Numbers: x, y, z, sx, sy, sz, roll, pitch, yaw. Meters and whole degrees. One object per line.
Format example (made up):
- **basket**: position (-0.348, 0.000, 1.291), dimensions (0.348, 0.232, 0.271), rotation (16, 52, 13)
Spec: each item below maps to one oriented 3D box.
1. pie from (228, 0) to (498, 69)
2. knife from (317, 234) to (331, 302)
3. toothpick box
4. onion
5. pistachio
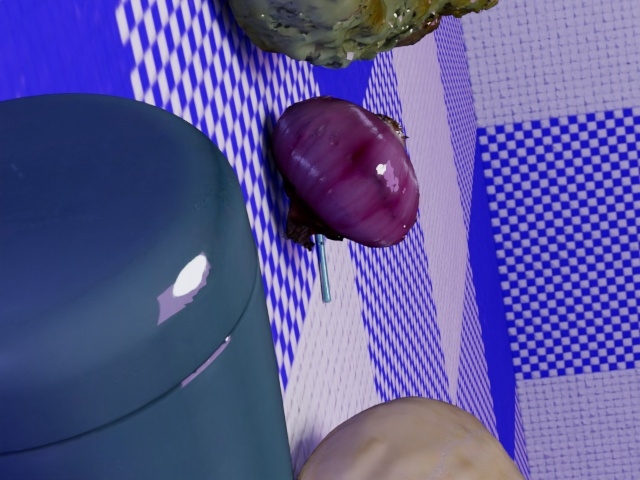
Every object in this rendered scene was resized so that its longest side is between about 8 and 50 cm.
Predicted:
- **pie**: position (0.023, -0.309, 1.075), dimensions (0.418, 0.180, 0.395), rotation (-15, 99, -73)
- **knife**: position (0.000, 0.000, 1.203), dimensions (0.014, 0.005, 0.091), rotation (23, 60, -80)
- **toothpick box**: position (-0.066, 0.061, 0.472), dimensions (0.120, 0.120, 0.184), rotation (-84, 167, -51)
- **onion**: position (0.013, -0.039, 1.077), dimensions (0.104, 0.115, 0.115), rotation (-52, 167, 0)
- **pistachio**: position (0.058, 0.156, 1.030), dimensions (0.200, 0.145, 0.117), rotation (6, 77, -72)
